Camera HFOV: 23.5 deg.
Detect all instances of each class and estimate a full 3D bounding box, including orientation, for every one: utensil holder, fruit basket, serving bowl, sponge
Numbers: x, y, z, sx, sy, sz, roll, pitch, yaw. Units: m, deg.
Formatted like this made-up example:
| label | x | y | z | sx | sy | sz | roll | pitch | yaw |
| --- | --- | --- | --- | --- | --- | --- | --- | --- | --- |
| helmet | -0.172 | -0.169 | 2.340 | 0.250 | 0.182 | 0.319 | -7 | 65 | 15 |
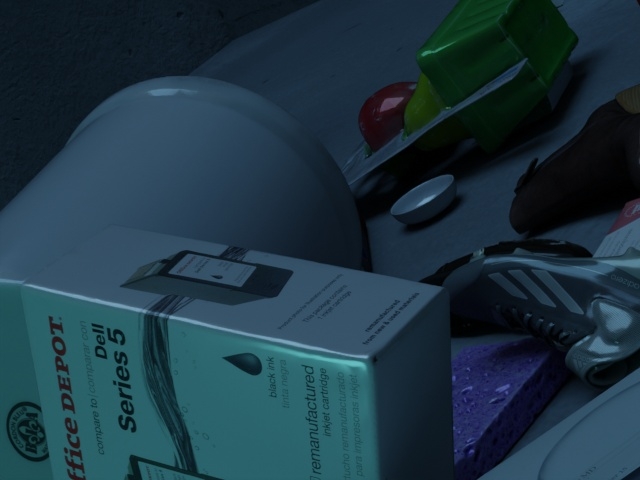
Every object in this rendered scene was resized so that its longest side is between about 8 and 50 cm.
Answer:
| label | x | y | z | sx | sy | sz | roll | pitch | yaw |
| --- | --- | --- | --- | --- | --- | --- | --- | --- | --- |
| utensil holder | -0.170 | 0.073 | 1.391 | 0.327 | 0.328 | 0.385 | -23 | 18 | 29 |
| fruit basket | 0.157 | -0.169 | 1.960 | 0.353 | 0.165 | 0.327 | -41 | 7 | 33 |
| serving bowl | 0.123 | -0.042 | 1.767 | 0.083 | 0.027 | 0.083 | -29 | 14 | 8 |
| sponge | 0.104 | 0.144 | 1.179 | 0.117 | 0.031 | 0.210 | -13 | 23 | 48 |

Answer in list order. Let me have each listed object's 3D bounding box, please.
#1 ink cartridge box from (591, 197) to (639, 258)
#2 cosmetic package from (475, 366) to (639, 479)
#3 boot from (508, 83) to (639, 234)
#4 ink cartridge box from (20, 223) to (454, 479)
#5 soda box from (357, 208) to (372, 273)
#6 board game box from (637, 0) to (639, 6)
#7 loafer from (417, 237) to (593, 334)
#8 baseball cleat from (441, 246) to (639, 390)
| label | x | y | z | sx | sy | sz | roll | pitch | yaw |
| --- | --- | --- | --- | --- | --- | --- | --- | --- | --- |
| ink cartridge box | 0.318 | -0.007 | 1.178 | 0.198 | 0.067 | 0.115 | -20 | 18 | 36 |
| cosmetic package | 0.184 | 0.188 | 0.755 | 0.284 | 0.097 | 0.377 | -35 | 15 | -6 |
| boot | 0.270 | -0.057 | 1.471 | 0.207 | 0.090 | 0.248 | -37 | 11 | 28 |
| ink cartridge box | -0.054 | 0.115 | 1.045 | 0.272 | 0.198 | 0.115 | 10 | 28 | 28 |
| soda box | 0.000 | 0.000 | 1.743 | 0.083 | 0.092 | 0.263 | -30 | 15 | 8 |
| board game box | 0.408 | -0.262 | 1.596 | 0.146 | 0.193 | 0.045 | -22 | 18 | 34 |
| loafer | 0.169 | 0.028 | 1.335 | 0.078 | 0.080 | 0.220 | -40 | 17 | -30 |
| baseball cleat | 0.176 | 0.058 | 1.151 | 0.205 | 0.072 | 0.109 | -8 | 54 | 34 |
